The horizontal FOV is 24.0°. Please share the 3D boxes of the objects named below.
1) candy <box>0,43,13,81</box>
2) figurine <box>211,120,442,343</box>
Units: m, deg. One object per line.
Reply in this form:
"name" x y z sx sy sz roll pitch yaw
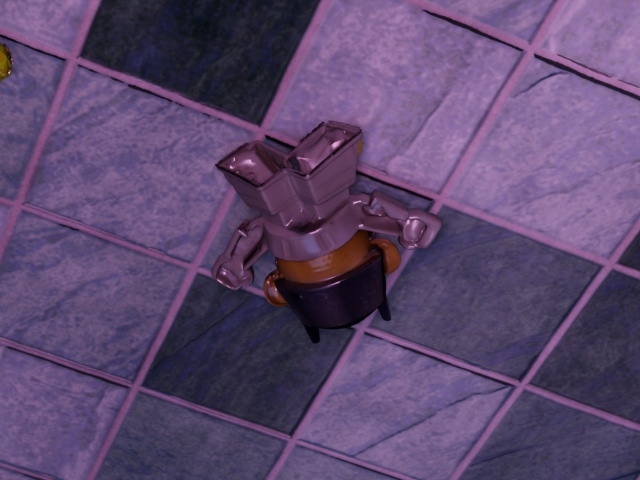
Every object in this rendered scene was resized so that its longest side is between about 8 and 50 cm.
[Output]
"candy" -0.395 -0.273 1.796 0.058 0.062 0.194 34 128 35
"figurine" -0.004 0.002 1.923 0.308 0.143 0.308 14 129 18
